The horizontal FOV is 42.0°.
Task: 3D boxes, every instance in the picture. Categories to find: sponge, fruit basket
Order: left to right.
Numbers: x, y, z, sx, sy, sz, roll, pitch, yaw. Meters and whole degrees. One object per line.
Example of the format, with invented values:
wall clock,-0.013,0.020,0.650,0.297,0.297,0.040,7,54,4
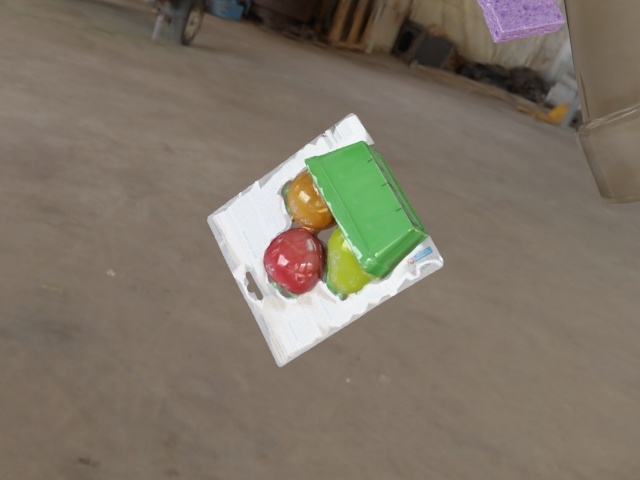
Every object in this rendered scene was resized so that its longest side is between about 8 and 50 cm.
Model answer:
fruit basket,0.000,0.000,1.491,0.165,0.353,0.327,10,47,-62
sponge,0.287,-0.412,1.291,0.117,0.031,0.210,-15,76,-17

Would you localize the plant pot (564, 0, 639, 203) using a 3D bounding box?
plant pot,0.312,-0.218,0.623,0.281,0.323,0.323,67,24,-2
